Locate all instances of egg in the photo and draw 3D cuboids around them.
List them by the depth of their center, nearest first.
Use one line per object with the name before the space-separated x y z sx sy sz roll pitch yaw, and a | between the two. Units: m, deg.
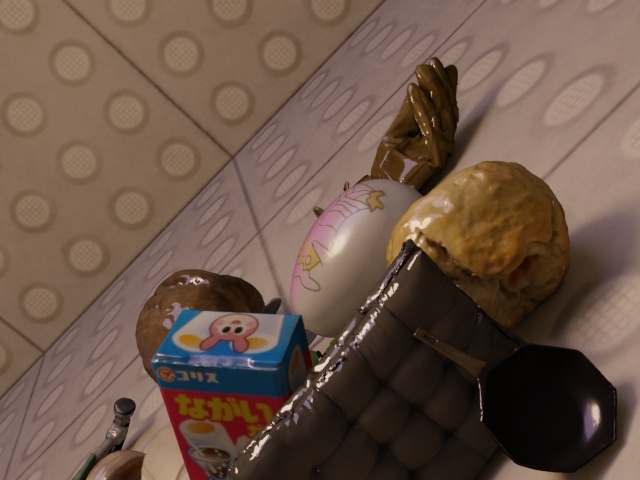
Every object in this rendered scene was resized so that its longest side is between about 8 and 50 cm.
egg | 0.062 0.028 1.454 0.271 0.196 0.196 -37 19 9

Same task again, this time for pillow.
pillow | 0.080 0.188 1.007 0.326 0.228 0.101 -49 10 -4

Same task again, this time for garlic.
garlic | -0.381 0.455 1.711 0.087 0.101 0.195 -22 30 51

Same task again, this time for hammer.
hammer | -0.478 0.469 1.786 0.427 0.044 0.152 -52 -16 -59
hammer | 0.000 0.000 1.904 0.028 0.060 0.195 -37 24 28

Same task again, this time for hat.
hat | -0.182 0.335 1.394 0.226 0.164 0.219 29 72 26

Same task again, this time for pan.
pan | 0.202 0.144 0.944 0.128 0.202 0.048 -30 -27 -16

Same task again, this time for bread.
bread | 0.198 0.023 1.126 0.244 0.244 0.134 -46 51 4

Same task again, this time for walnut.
walnut | -0.209 0.171 1.724 0.248 0.248 0.248 -41 18 17

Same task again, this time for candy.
candy | -0.083 0.228 1.131 0.157 0.306 0.100 2 37 17

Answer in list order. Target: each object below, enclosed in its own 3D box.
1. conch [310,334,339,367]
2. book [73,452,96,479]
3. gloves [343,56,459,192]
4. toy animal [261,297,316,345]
conch | 0.033 0.171 1.276 0.250 0.137 0.143 -22 27 38
book | -0.488 0.552 1.719 0.215 0.025 0.282 105 -169 -48
gloves | 0.176 -0.179 1.740 0.331 0.141 0.154 -58 -8 -2
toy animal | -0.112 0.214 1.529 0.176 0.239 0.255 6 95 36
